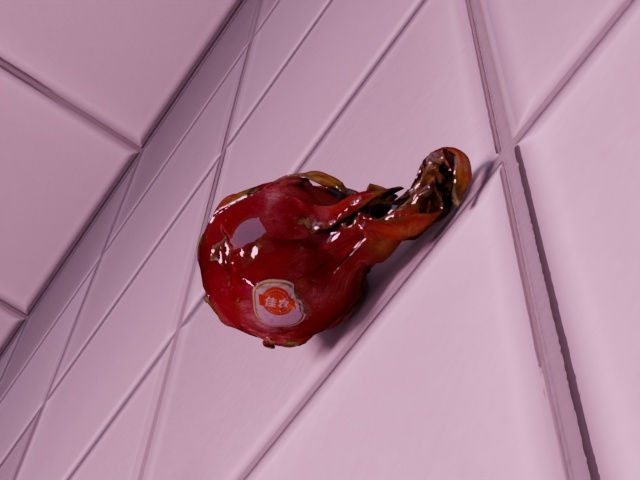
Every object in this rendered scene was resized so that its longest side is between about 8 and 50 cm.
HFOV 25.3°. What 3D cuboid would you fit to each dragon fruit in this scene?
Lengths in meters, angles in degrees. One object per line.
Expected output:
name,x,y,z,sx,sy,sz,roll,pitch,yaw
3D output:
dragon fruit,0.000,0.000,0.749,0.190,0.094,0.094,-25,33,47
